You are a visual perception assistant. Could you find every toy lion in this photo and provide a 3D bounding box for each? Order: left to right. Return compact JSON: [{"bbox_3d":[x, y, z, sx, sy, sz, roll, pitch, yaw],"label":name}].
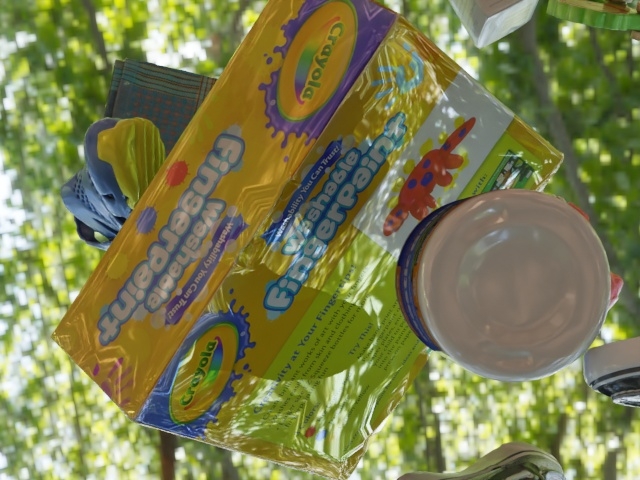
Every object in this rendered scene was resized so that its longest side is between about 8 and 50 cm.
[{"bbox_3d":[0.235,-0.195,1.118,0.096,0.034,0.100,5,-162,-14],"label":"toy lion"}]

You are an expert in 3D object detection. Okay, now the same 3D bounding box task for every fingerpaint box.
[{"bbox_3d":[0.000,0.000,1.361,0.163,0.444,0.371,36,-174,38],"label":"fingerpaint box"}]

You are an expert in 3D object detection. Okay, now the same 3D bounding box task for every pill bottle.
[{"bbox_3d":[0.144,0.036,1.130,0.152,0.152,0.272,-7,179,-3],"label":"pill bottle"}]

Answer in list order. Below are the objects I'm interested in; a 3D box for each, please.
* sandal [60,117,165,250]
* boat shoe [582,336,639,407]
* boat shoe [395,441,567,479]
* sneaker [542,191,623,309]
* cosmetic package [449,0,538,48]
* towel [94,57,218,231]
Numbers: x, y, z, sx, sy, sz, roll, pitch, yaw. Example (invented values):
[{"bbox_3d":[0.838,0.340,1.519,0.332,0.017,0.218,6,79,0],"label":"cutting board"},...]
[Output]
[{"bbox_3d":[-0.240,-0.052,1.534,0.138,0.126,0.317,2,161,2],"label":"sandal"},{"bbox_3d":[0.355,0.133,1.013,0.301,0.102,0.108,5,163,4],"label":"boat shoe"},{"bbox_3d":[0.199,0.287,1.277,0.158,0.127,0.340,20,-168,33],"label":"boat shoe"},{"bbox_3d":[0.269,-0.020,1.681,0.136,0.314,0.116,-35,-177,-17],"label":"sneaker"},{"bbox_3d":[0.167,-0.356,1.544,0.085,0.231,0.117,-29,170,-5],"label":"cosmetic package"},{"bbox_3d":[-0.152,-0.112,1.954,0.370,0.271,0.040,11,166,-7],"label":"towel"}]
